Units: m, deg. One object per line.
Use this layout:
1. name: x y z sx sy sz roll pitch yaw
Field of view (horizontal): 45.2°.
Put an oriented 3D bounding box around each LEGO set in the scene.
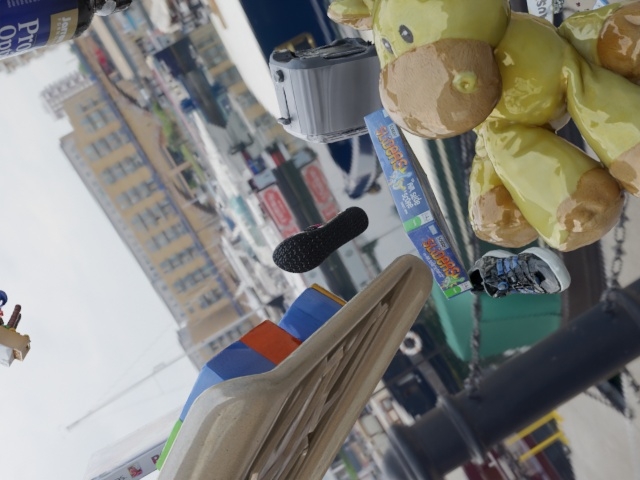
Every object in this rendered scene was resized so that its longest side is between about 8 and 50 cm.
1. LEGO set: 0.347 -0.340 1.114 0.083 0.023 0.054 23 156 10
2. LEGO set: -0.538 0.107 1.094 0.107 0.287 0.132 -71 -28 -63

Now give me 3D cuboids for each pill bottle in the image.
1. pill bottle: -0.292 -0.237 0.718 0.123 0.219 0.122 30 135 36

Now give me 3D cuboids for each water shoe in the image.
1. water shoe: 0.282 0.059 1.120 0.073 0.080 0.203 57 165 -8

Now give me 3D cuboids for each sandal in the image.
1. sandal: 0.000 0.000 1.305 0.067 0.179 0.040 64 168 -13

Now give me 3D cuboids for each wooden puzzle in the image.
1. wooden puzzle: -0.055 0.168 0.621 0.081 0.322 0.348 33 -158 16

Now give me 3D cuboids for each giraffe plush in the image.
1. giraffe plush: 0.104 -0.109 0.468 0.171 0.181 0.210 17 -132 -37

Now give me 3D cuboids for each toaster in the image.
1. toaster: 0.027 -0.253 1.285 0.129 0.227 0.146 30 132 51

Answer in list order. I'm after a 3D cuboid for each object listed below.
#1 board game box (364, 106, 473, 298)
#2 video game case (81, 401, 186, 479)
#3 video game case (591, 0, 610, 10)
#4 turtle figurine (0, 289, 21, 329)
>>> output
1. board game box: 0.113 -0.047 0.898 0.136 0.035 0.201 51 -162 -45
2. video game case: -0.167 0.210 0.828 0.023 0.184 0.201 63 166 -2
3. video game case: 0.498 -0.333 1.340 0.166 0.015 0.119 -103 23 -46
4. turtle figurine: -0.671 0.194 1.354 0.275 0.198 0.266 26 -135 -61
